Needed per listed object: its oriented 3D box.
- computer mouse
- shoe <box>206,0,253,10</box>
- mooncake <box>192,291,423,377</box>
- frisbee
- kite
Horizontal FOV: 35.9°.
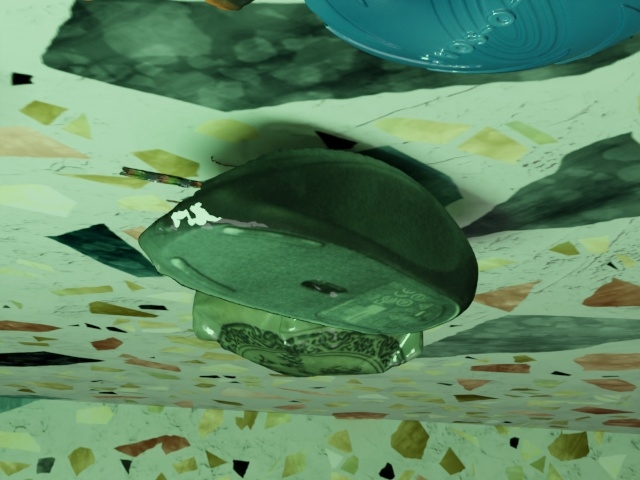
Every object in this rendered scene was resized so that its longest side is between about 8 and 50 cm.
[{"bbox_3d":[-0.001,-0.002,0.952,0.374,0.114,0.203,21,146,-41],"label":"computer mouse"},{"bbox_3d":[-0.020,-0.171,0.339,0.336,0.171,0.132,-13,157,40],"label":"shoe"},{"bbox_3d":[-0.010,0.100,1.258,0.254,0.136,0.250,15,162,-33],"label":"mooncake"},{"bbox_3d":[0.105,-0.151,0.600,0.242,0.045,0.242,1,161,0],"label":"frisbee"},{"bbox_3d":[-0.081,-0.049,1.004,0.244,0.006,0.198,10,161,-24],"label":"kite"}]
